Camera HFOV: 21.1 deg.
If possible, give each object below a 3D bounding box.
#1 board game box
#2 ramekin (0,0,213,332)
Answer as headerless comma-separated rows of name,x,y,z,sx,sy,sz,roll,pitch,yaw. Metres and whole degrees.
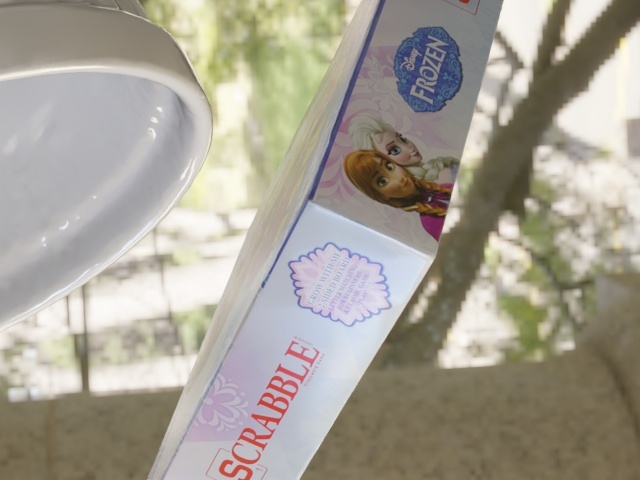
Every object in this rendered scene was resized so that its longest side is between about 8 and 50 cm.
board game box,0.000,0.000,0.937,0.318,0.066,0.318,-70,6,-49
ramekin,-0.147,-0.039,0.533,0.109,0.207,0.207,63,167,16
